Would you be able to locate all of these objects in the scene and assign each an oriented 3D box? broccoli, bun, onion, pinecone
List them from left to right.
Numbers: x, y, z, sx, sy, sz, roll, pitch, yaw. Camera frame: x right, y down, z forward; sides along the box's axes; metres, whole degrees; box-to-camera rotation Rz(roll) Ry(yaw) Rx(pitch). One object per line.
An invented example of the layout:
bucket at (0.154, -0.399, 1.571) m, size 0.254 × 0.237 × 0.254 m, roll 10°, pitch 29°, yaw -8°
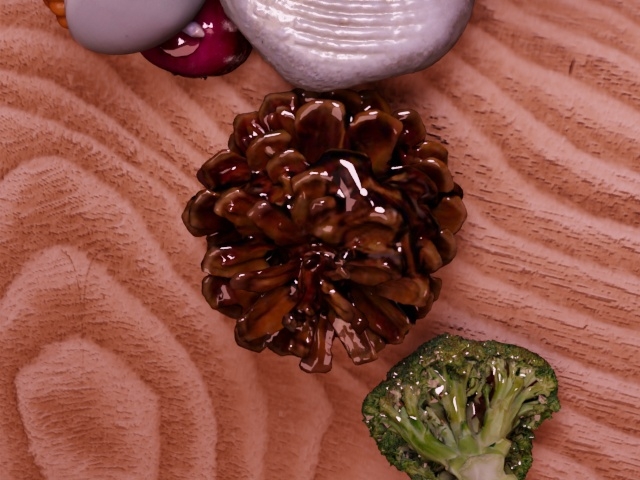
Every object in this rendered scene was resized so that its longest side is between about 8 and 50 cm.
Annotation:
onion at (-0.183, -0.322, 1.482) m, size 0.173 × 0.135 × 0.198 m, roll 7°, pitch 118°, yaw 9°
pinecone at (0.000, 0.000, 1.462) m, size 0.397 × 0.398 × 0.398 m, roll 8°, pitch 121°, yaw 14°
bun at (0.030, -0.364, 1.339) m, size 0.354 × 0.194 × 0.355 m, roll -1°, pitch 97°, yaw -4°
broccoli at (0.227, 0.284, 1.626) m, size 0.307 × 0.275 × 0.308 m, roll -3°, pitch 107°, yaw -9°

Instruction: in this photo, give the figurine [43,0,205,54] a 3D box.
figurine at (-0.258, -0.432, 1.321) m, size 0.205 × 0.224 × 0.382 m, roll -14°, pitch 89°, yaw 43°
